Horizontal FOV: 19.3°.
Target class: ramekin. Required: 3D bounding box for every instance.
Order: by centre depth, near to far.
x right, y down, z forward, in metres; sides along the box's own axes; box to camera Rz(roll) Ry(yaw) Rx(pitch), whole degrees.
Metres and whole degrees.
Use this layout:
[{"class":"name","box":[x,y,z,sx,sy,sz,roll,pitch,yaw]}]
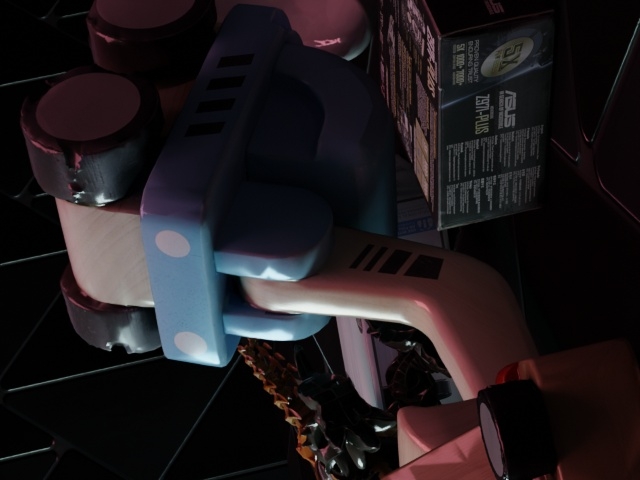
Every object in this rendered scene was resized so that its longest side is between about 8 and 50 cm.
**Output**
[{"class":"ramekin","box":[-0.040,-0.244,1.565,0.207,0.207,0.109,97,-169,-67]}]

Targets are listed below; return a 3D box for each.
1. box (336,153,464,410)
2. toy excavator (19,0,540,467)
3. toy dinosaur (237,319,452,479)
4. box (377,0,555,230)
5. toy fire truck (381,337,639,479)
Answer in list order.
[{"class":"box","box":[0.070,0.083,1.694,0.169,0.087,0.290,-128,27,-72]},{"class":"toy excavator","box":[0.000,0.000,1.426,0.433,0.445,0.222,-71,-19,-44]},{"class":"toy dinosaur","box":[0.047,0.179,1.550,0.218,0.322,0.164,89,-155,-45]},{"class":"box","box":[0.093,-0.124,1.248,0.180,0.078,0.147,86,169,-48]},{"class":"toy fire truck","box":[0.138,0.179,1.131,0.246,0.159,0.217,129,127,-83]}]
